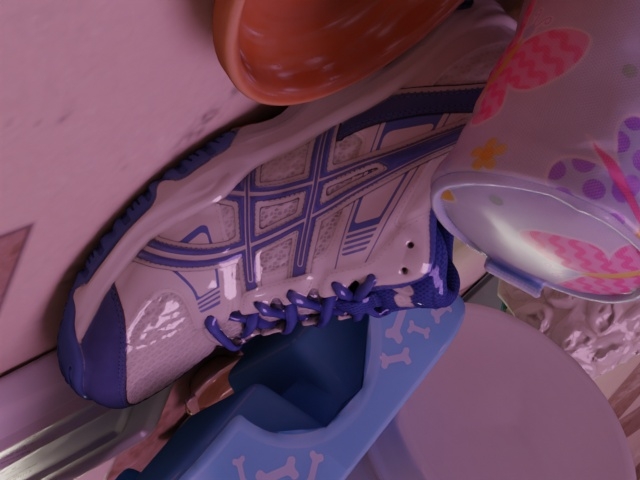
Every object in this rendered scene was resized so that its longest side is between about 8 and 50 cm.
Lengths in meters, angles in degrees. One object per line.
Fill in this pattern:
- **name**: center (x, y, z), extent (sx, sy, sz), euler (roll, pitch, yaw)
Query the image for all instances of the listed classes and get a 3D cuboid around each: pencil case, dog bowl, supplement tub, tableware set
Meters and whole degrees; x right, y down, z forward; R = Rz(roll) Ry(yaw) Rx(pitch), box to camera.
- **pencil case**: center (0.147, -0.108, 0.745), extent (0.273, 0.113, 0.124), euler (-65, -165, -19)
- **dog bowl**: center (-0.023, 0.102, 0.928), extent (0.297, 0.074, 0.166), euler (-49, -172, -31)
- **supplement tub**: center (0.046, 0.220, 1.170), extent (0.241, 0.241, 0.331), euler (-20, 158, -47)
- **tableware set**: center (-0.039, 0.086, 1.097), extent (0.168, 0.020, 0.141), euler (-37, 161, -16)

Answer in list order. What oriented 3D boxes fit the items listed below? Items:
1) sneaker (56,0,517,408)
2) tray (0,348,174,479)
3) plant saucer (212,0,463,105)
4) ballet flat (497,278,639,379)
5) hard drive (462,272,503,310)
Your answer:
- **sneaker**: center (0.000, 0.000, 0.819), extent (0.296, 0.131, 0.112), euler (-42, 163, 4)
- **tray**: center (-0.176, 0.121, 0.894), extent (0.270, 0.030, 0.145), euler (-28, 156, -36)
- **plant saucer**: center (0.028, -0.143, 0.703), extent (0.200, 0.037, 0.200), euler (-37, 160, -16)
- **ballet flat**: center (0.285, -0.056, 1.250), extent (0.409, 0.147, 0.147), euler (-41, 163, -30)
- **hard drive**: center (0.217, 0.059, 1.493), extent (0.233, 0.047, 0.353), euler (-44, 162, 6)
